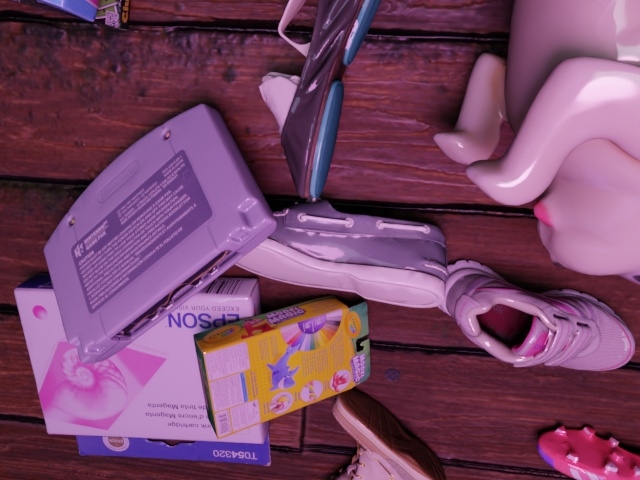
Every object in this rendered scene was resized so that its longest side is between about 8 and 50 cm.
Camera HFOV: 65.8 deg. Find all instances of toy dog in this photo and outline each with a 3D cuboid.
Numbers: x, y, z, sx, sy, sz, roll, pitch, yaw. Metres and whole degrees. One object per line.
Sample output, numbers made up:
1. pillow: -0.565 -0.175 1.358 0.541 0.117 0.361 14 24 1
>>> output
1. toy dog: 0.290 -0.149 0.448 0.396 0.284 0.407 -17 110 -7

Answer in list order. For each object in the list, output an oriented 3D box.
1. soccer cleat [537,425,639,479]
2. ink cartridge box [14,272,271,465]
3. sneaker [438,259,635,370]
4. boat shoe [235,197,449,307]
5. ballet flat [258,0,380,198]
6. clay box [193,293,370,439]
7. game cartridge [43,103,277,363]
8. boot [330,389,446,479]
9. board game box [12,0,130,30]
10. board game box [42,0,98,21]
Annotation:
1. soccer cleat: 0.419 0.328 0.686 0.248 0.083 0.095 11 115 -1
2. ink cartridge box: -0.241 0.209 0.714 0.325 0.071 0.329 0 109 5
3. sneaker: 0.263 0.112 0.602 0.253 0.111 0.102 15 111 0
4. boat shoe: 0.000 0.000 0.615 0.320 0.116 0.098 13 68 8
5. ballet flat: -0.005 -0.188 0.537 0.096 0.095 0.280 20 101 9
6. clay box: -0.041 0.154 0.642 0.222 0.053 0.127 -13 112 -25
7. game cartridge: -0.202 -0.013 0.581 0.294 0.060 0.196 -36 69 16
8. boot: 0.056 0.327 0.723 0.213 0.077 0.165 43 110 -13
9. board game box: -0.335 -0.334 0.545 0.260 0.030 0.136 14 109 1
10. board game box: -0.304 -0.412 0.469 0.243 0.064 0.316 19 103 -1
